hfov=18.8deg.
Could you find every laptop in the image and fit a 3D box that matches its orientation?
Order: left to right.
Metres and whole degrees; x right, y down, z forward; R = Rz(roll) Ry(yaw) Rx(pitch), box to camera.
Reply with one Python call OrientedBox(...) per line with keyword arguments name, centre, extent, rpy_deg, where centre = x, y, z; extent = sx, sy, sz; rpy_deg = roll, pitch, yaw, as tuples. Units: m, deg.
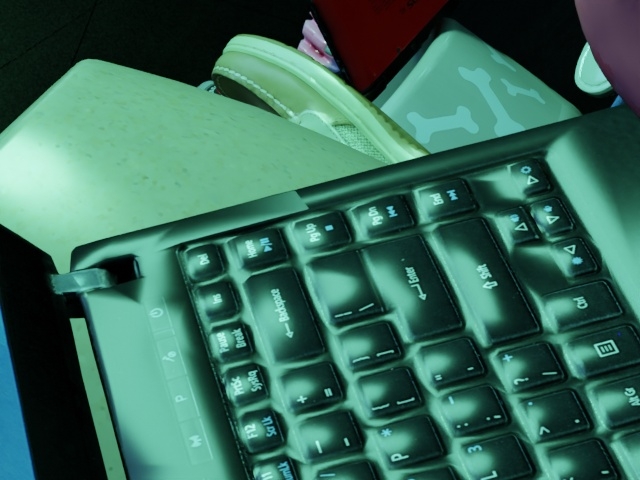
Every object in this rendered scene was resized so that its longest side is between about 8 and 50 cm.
OrientedBox(name="laptop", centre=(0.003, 0.021, 0.285), extent=(0.264, 0.136, 0.234), rpy_deg=(-15, 42, -7))

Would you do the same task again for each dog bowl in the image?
OrientedBox(name="dog bowl", centre=(0.000, 0.000, 1.199), extent=(0.349, 0.102, 0.349), rpy_deg=(-43, 9, 9))

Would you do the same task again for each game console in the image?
OrientedBox(name="game console", centre=(0.031, -0.144, 1.143), extent=(0.085, 0.124, 0.144), rpy_deg=(8, 47, 44))

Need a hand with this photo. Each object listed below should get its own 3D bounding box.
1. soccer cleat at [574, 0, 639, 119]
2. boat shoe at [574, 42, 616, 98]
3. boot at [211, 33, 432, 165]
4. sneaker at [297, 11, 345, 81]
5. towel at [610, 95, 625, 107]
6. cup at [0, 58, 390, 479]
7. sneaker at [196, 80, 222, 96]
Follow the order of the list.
OrientedBox(name="soccer cleat", centre=(0.167, -0.026, 0.329), extent=(0.248, 0.083, 0.095), rpy_deg=(14, 23, 26))
OrientedBox(name="boat shoe", centre=(0.196, -0.124, 1.108), extent=(0.046, 0.038, 0.125), rpy_deg=(31, 77, 42))
OrientedBox(name="boot", centre=(-0.018, 0.004, 0.992), extent=(0.165, 0.213, 0.077), rpy_deg=(-47, -25, -5))
OrientedBox(name="sneaker", centre=(-0.003, -0.096, 1.219), extent=(0.119, 0.047, 0.057), rpy_deg=(-51, -28, 17))
OrientedBox(name="towel", centre=(0.213, -0.151, 0.960), extent=(0.285, 0.034, 0.209), rpy_deg=(-53, -7, -31))
OrientedBox(name="cup", centre=(-0.068, 0.070, 0.749), extent=(0.331, 0.237, 0.331), rpy_deg=(-42, 9, 8))
OrientedBox(name="sneaker", centre=(-0.043, -0.079, 1.615), extent=(0.122, 0.146, 0.330), rpy_deg=(-49, 12, -36))
